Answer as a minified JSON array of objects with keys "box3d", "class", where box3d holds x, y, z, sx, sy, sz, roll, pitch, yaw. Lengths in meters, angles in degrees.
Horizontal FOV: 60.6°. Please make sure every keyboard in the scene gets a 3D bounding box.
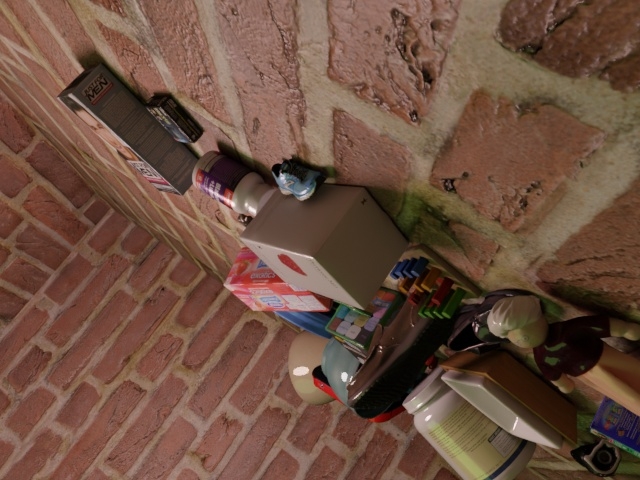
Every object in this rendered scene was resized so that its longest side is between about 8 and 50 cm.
[{"box3d":[0.331,0.245,1.327,0.108,0.023,0.180,-3,-175,-32],"class":"keyboard"}]

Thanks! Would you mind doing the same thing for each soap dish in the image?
[{"box3d":[0.471,0.385,1.374,0.291,0.118,0.229,38,164,-8],"class":"soap dish"}]

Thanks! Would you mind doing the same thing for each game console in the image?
[{"box3d":[0.196,0.512,2.017,0.386,0.342,0.060,19,119,48],"class":"game console"}]

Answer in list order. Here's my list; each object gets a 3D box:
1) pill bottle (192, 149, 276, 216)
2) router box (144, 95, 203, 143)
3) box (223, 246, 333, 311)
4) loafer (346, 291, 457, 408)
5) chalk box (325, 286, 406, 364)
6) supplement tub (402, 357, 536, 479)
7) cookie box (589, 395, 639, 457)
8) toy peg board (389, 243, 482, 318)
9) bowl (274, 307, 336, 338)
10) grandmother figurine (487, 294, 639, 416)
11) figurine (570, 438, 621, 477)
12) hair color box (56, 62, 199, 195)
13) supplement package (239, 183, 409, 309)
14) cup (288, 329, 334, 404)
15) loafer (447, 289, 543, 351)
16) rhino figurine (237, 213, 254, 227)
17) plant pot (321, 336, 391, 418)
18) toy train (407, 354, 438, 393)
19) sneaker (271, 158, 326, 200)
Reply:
[{"box3d":[-0.204,-0.131,1.319,0.193,0.108,0.108,30,163,20],"class":"pill bottle"},{"box3d":[-0.348,-0.287,1.300,0.092,0.038,0.122,16,154,48],"class":"router box"},{"box3d":[-0.106,0.108,1.577,0.300,0.142,0.154,-6,140,38],"class":"box"},{"box3d":[0.184,0.270,1.340,0.134,0.366,0.130,22,-156,-38],"class":"loafer"},{"box3d":[0.153,0.236,1.502,0.180,0.179,0.289,15,153,53],"class":"chalk box"},{"box3d":[0.421,0.527,1.578,0.325,0.235,0.235,46,166,11],"class":"supplement tub"},{"box3d":[0.609,0.366,1.089,0.107,0.092,0.040,24,163,35],"class":"cookie box"},{"box3d":[0.219,0.095,1.148,0.161,0.079,0.161,38,163,-9],"class":"toy peg board"},{"box3d":[-0.088,0.222,1.921,0.391,0.077,0.391,30,-179,-1],"class":"bowl"},{"box3d":[0.439,0.194,0.898,0.342,0.104,0.208,29,126,6],"class":"grandmother figurine"},{"box3d":[0.676,0.552,1.495,0.215,0.092,0.209,31,167,21],"class":"figurine"},{"box3d":[-0.507,-0.289,1.482,0.185,0.113,0.374,14,152,53],"class":"hair color box"},{"box3d":[0.000,0.000,1.150,0.177,0.175,0.293,47,160,-31],"class":"supplement package"},{"box3d":[0.061,0.520,2.320,0.237,0.331,0.331,-19,128,38],"class":"cup"},{"box3d":[0.340,0.178,1.099,0.109,0.095,0.302,36,164,3],"class":"loafer"},{"box3d":[-0.171,-0.012,1.647,0.106,0.073,0.243,12,149,41],"class":"rhino figurine"},{"box3d":[0.127,0.406,1.795,0.196,0.293,0.293,17,155,42],"class":"plant pot"},{"box3d":[0.274,0.387,1.684,0.105,0.143,0.248,27,170,27],"class":"toy train"},{"box3d":[-0.053,-0.127,1.109,0.162,0.063,0.073,12,148,54],"class":"sneaker"}]
